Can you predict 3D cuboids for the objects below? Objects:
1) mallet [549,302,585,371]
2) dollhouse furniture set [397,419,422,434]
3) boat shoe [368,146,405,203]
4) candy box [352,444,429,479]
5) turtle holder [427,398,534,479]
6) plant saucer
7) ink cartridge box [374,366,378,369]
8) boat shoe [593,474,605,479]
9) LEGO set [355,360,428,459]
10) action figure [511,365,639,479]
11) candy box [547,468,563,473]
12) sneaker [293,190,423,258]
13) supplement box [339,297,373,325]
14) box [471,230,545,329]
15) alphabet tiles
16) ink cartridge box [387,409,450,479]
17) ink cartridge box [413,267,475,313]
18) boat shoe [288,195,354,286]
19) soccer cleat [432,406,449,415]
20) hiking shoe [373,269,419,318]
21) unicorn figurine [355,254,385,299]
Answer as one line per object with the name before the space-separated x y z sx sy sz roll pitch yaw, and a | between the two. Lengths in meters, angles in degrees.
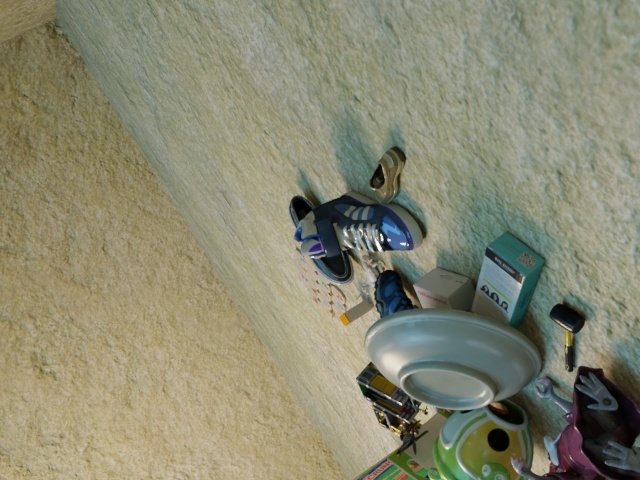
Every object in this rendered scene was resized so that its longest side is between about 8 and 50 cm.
mallet | 0.501 0.206 1.350 0.062 0.039 0.189 34 154 51
dollhouse furniture set | 0.320 0.676 2.366 0.152 0.076 0.058 34 149 44
boat shoe | 0.140 -0.141 1.576 0.068 0.072 0.190 47 157 23
candy box | 0.294 0.888 2.463 0.122 0.268 0.317 62 159 -5
turtle holder | 0.395 0.513 1.657 0.243 0.320 0.227 33 112 32
plant saucer | 0.289 0.295 1.535 0.401 0.100 0.400 11 146 7
ink cartridge box | 0.215 0.475 2.327 0.180 0.060 0.104 45 157 28
boat shoe | 0.619 0.577 1.563 0.223 0.080 0.073 57 155 -15
LEGO set | 0.260 0.426 1.894 0.192 0.255 0.331 21 137 42
action figure | 0.550 0.405 1.372 0.276 0.248 0.370 19 151 17
candy box | 0.575 0.690 1.701 0.070 0.165 0.196 29 147 48
sneaker | 0.072 -0.003 1.694 0.323 0.236 0.130 30 147 50
supplement box | 0.113 0.226 2.133 0.036 0.098 0.062 56 161 10
box | 0.383 0.097 1.406 0.100 0.060 0.244 44 156 29
alphabet tiles | -0.004 0.161 2.407 0.278 0.021 0.284 43 155 30
ink cartridge box | 0.341 0.637 1.965 0.189 0.255 0.097 28 133 38
ink cartridge box | 0.320 0.175 1.630 0.140 0.082 0.190 19 140 60
boat shoe | 0.004 -0.002 2.025 0.306 0.113 0.105 63 175 9
soccer cleat | 0.363 0.528 2.112 0.083 0.036 0.029 51 159 14
hiking shoe | 0.235 0.206 1.782 0.132 0.113 0.304 -33 59 36
unicorn figurine | 0.151 0.108 1.953 0.111 0.060 0.161 26 127 54
